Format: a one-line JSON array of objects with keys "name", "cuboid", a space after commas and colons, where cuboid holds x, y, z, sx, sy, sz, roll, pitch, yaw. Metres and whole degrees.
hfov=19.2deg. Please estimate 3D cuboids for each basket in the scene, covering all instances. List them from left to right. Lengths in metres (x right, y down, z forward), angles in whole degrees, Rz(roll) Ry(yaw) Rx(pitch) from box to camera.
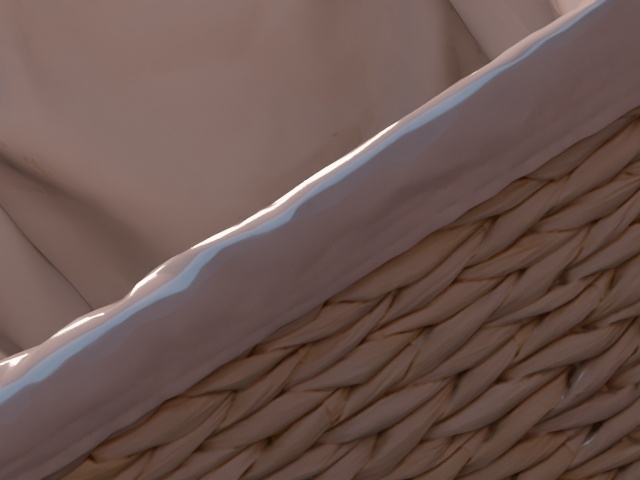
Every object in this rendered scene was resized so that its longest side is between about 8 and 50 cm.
[{"name": "basket", "cuboid": [0.000, 0.000, 0.782, 0.331, 0.266, 0.328, -34, 34, -1]}]
